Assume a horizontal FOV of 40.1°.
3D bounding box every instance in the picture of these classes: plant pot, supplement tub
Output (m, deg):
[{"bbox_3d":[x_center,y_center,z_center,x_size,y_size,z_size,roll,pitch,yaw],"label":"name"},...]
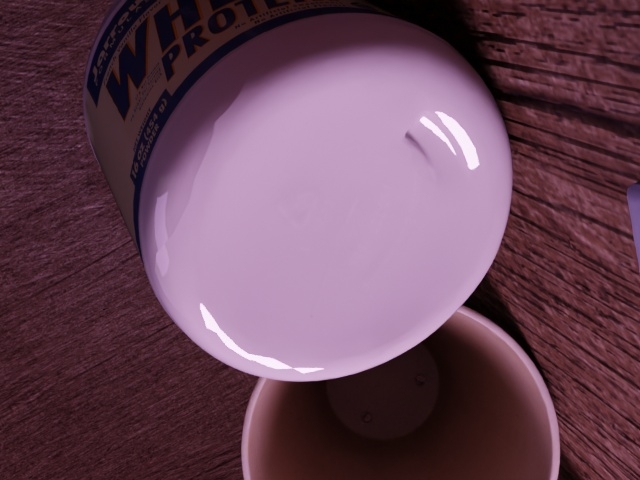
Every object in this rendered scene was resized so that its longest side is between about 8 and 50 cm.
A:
[{"bbox_3d":[0.065,0.162,0.840,0.256,0.256,0.274,63,-178,-2],"label":"plant pot"},{"bbox_3d":[-0.040,-0.077,0.633,0.325,0.235,0.235,50,165,55],"label":"supplement tub"}]

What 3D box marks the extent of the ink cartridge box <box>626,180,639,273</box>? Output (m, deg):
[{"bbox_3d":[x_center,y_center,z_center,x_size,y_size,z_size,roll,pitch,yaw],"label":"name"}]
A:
[{"bbox_3d":[0.195,0.081,0.178,0.311,0.065,0.185,-159,52,-68],"label":"ink cartridge box"}]
